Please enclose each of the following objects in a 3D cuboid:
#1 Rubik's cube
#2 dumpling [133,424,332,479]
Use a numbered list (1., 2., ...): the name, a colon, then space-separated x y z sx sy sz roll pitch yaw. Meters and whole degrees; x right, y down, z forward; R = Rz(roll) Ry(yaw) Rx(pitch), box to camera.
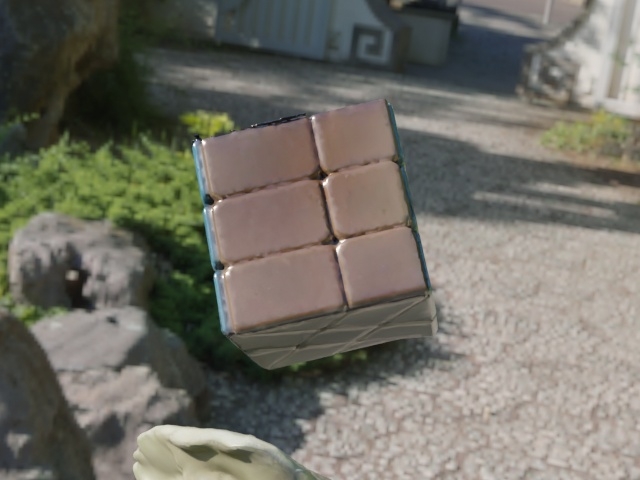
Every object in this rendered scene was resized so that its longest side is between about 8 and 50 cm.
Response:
1. Rubik's cube: 0.000 0.000 1.325 0.221 0.225 0.231 -13 -17 4
2. dumpling: -0.045 0.173 0.632 0.166 0.126 0.216 24 -22 34
